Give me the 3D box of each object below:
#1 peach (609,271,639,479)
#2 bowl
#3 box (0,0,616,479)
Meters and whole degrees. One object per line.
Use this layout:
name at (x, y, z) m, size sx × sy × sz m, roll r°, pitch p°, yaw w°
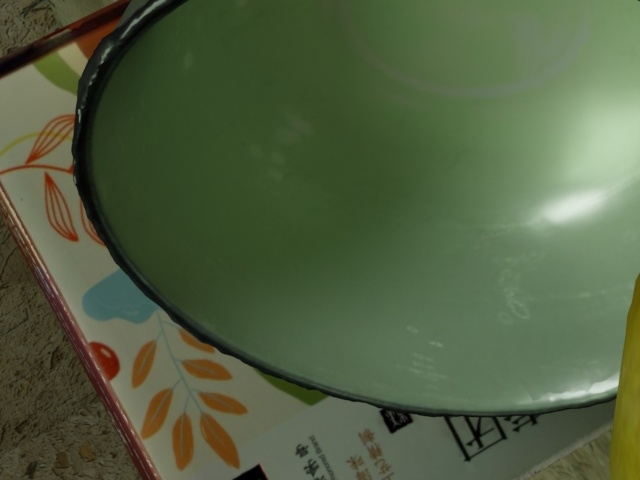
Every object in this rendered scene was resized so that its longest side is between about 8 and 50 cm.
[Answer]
peach at (0.224, 0.021, 0.348) m, size 0.281 × 0.315 × 0.314 m, roll 57°, pitch 168°, yaw 16°
bowl at (0.064, -0.081, 0.861) m, size 0.354 × 0.354 × 0.185 m, roll 77°, pitch -163°, yaw -49°
box at (0.000, 0.000, 1.088) m, size 0.385 × 0.344 × 0.122 m, roll 62°, pitch 166°, yaw -2°
